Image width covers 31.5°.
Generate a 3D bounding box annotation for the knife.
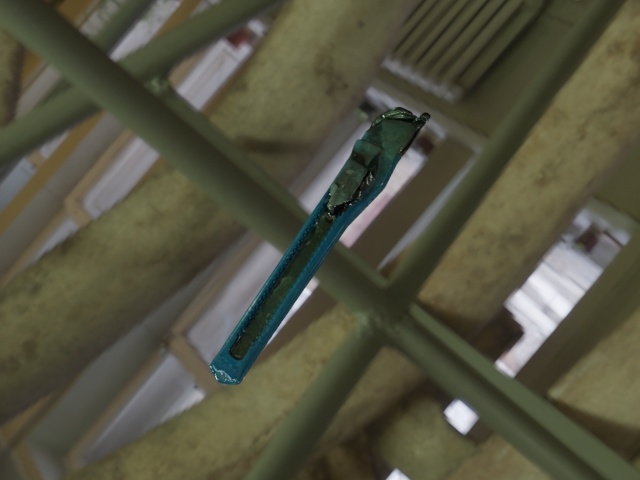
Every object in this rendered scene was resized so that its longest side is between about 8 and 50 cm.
[{"bbox_3d":[0.000,-0.001,0.973,0.044,0.296,0.026,31,168,11],"label":"knife"}]
